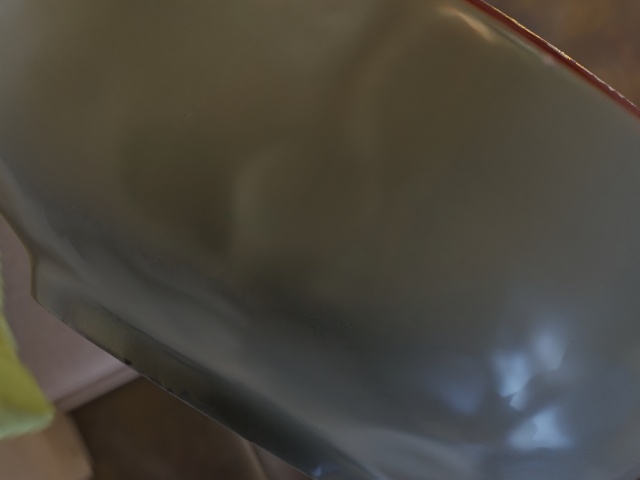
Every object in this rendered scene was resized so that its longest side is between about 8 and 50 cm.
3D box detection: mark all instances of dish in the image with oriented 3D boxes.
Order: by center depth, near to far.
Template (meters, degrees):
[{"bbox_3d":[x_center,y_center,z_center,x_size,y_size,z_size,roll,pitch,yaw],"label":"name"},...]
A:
[{"bbox_3d":[0.000,0.000,0.498,0.256,0.117,0.256,32,-4,3],"label":"dish"}]
